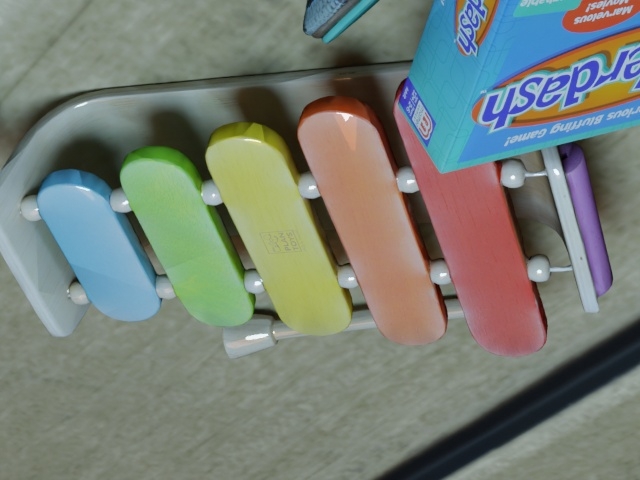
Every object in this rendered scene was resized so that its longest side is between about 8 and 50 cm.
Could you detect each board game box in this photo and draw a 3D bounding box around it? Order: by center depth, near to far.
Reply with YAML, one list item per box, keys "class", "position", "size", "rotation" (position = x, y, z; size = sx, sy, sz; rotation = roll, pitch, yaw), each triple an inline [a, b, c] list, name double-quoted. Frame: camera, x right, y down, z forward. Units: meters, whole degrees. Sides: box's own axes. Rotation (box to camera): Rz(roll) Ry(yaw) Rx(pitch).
- class: "board game box"
  position: [0.132, -0.125, 0.739]
  size: [0.160, 0.047, 0.210]
  rotation: [-15, 148, -23]

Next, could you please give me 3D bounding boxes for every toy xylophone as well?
- class: "toy xylophone"
  position: [0.000, 0.000, 0.952]
  size: [0.323, 0.081, 0.236]
  rotation: [-9, 137, 23]

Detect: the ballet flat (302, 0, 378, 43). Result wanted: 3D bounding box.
- class: "ballet flat"
  position: [0.044, -0.156, 0.781]
  size: [0.070, 0.070, 0.188]
  rotation: [33, 134, -25]
